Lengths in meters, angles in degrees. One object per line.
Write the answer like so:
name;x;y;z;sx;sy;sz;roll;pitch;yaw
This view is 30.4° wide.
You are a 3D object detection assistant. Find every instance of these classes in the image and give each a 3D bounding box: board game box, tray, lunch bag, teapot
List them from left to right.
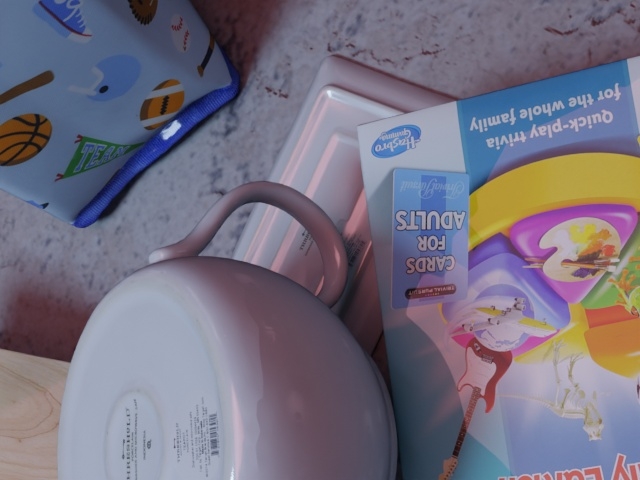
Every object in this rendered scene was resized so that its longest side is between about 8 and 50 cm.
lunch bag;-0.277;-0.249;0.899;0.239;0.328;0.385;-39;63;6
teapot;-0.039;0.127;0.749;0.252;0.187;0.256;46;121;44
tray;0.000;0.000;0.871;0.145;0.030;0.270;24;89;28
board game box;0.170;0.067;0.725;0.253;0.079;0.336;-12;78;24

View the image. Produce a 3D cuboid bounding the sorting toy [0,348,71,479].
sorting toy;-0.247;0.213;0.885;0.257;0.089;0.256;10;80;12
